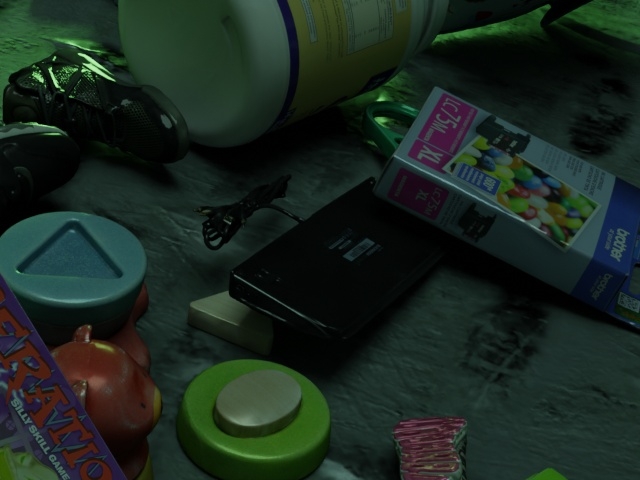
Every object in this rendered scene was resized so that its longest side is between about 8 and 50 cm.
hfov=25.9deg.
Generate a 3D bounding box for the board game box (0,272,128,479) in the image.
[{"bbox_3d":[-0.246,0.143,0.918,0.346,0.056,0.208,56,35,8],"label":"board game box"}]

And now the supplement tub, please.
[{"bbox_3d":[-0.034,-0.260,1.566,0.241,0.241,0.331,34,41,29],"label":"supplement tub"}]

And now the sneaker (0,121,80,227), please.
[{"bbox_3d":[-0.333,-0.013,1.281,0.283,0.107,0.124,-22,62,-34],"label":"sneaker"}]

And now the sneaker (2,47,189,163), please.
[{"bbox_3d":[-0.246,-0.127,1.456,0.228,0.087,0.130,31,41,30],"label":"sneaker"}]

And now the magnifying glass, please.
[{"bbox_3d":[0.091,-0.101,1.539,0.092,0.026,0.231,16,29,-6],"label":"magnifying glass"}]

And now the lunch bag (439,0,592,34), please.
[{"bbox_3d":[0.301,-0.419,1.782,0.386,0.328,0.238,-16,84,-32],"label":"lunch bag"}]

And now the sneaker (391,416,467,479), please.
[{"bbox_3d":[0.092,0.194,1.128,0.063,0.074,0.170,-6,12,5],"label":"sneaker"}]

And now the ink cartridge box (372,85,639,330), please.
[{"bbox_3d":[0.225,-0.037,1.441,0.311,0.065,0.186,29,34,2],"label":"ink cartridge box"}]

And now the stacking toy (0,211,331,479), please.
[{"bbox_3d":[-0.134,0.078,1.160,0.280,0.130,0.309,-2,38,-19],"label":"stacking toy"}]

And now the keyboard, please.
[{"bbox_3d":[0.000,0.000,1.352,0.202,0.033,0.317,31,28,15],"label":"keyboard"}]

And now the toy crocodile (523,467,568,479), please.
[{"bbox_3d":[0.267,0.283,1.028,0.341,0.105,0.115,30,39,32],"label":"toy crocodile"}]

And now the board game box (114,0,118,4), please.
[{"bbox_3d":[-0.255,-0.359,1.797,0.194,0.060,0.194,6,35,-7],"label":"board game box"}]
